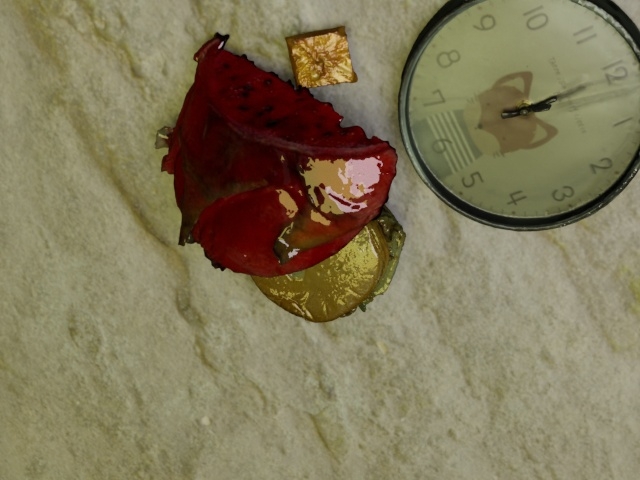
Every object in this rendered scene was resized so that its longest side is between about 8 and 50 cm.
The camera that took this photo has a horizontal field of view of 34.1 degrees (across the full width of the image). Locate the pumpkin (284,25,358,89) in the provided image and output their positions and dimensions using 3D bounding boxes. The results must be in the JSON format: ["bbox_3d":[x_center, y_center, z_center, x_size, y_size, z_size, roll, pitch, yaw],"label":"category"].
[{"bbox_3d":[0.001,-0.233,1.338,0.083,0.054,0.074,-11,105,-4],"label":"pumpkin"}]

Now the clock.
[{"bbox_3d":[0.254,-0.165,1.302,0.325,0.067,0.325,5,114,11],"label":"clock"}]

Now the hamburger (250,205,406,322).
[{"bbox_3d":[0.000,0.000,1.405,0.215,0.122,0.189,24,113,9],"label":"hamburger"}]

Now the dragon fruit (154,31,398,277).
[{"bbox_3d":[-0.090,-0.076,1.318,0.344,0.100,0.282,32,112,26],"label":"dragon fruit"}]
